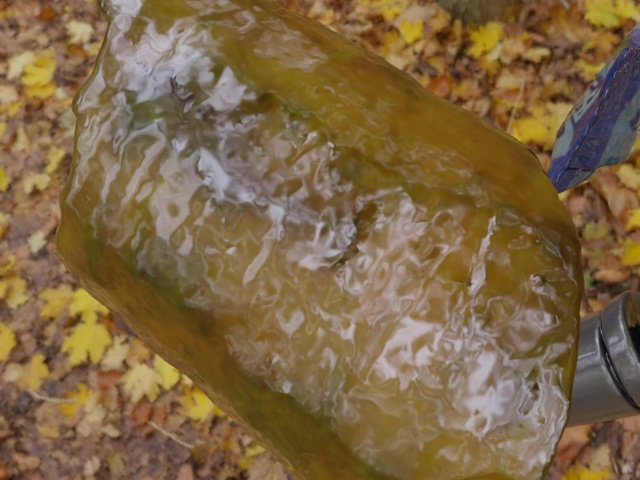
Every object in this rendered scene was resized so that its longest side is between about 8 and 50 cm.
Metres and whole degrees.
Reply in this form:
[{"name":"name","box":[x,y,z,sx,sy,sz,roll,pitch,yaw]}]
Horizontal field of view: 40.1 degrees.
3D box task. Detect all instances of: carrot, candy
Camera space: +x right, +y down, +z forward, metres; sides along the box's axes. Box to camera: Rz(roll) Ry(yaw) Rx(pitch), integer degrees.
[{"name":"carrot","box":[0.000,0.000,0.547,0.340,0.241,0.241,38,72,8]},{"name":"candy","box":[0.314,-0.149,0.917,0.077,0.187,0.331,31,36,14]}]

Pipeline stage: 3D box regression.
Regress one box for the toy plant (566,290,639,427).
[{"name":"toy plant","box":[0.494,0.141,1.260,0.400,0.185,0.280,-28,61,37]}]
